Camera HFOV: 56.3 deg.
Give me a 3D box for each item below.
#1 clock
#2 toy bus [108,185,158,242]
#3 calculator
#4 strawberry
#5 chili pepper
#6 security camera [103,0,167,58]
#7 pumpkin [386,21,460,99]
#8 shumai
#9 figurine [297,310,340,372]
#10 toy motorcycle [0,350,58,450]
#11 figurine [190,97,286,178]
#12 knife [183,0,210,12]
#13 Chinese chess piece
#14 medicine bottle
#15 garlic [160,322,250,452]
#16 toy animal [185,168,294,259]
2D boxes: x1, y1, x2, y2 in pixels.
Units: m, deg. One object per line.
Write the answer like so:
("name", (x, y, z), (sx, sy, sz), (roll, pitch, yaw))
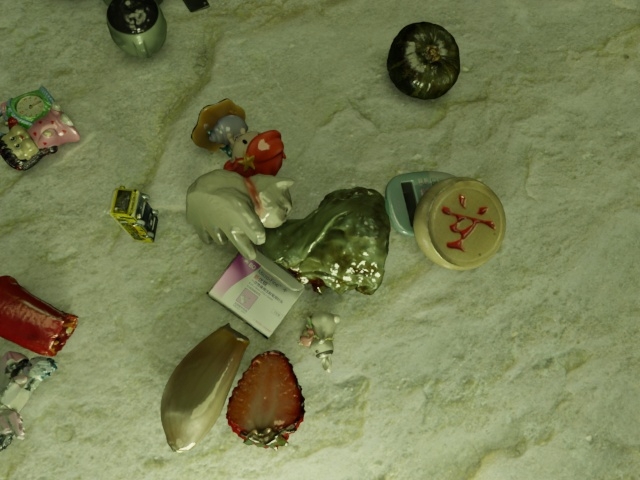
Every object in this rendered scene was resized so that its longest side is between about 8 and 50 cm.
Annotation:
("clock", (-0.764, -0.292, 1.573), (0.195, 0.100, 0.194), (-39, 78, -17))
("toy bus", (-0.451, -0.060, 1.475), (0.074, 0.226, 0.081), (8, 75, 0))
("calculator", (0.282, -0.103, 1.666), (0.298, 0.041, 0.186), (-10, 76, -11))
("strawberry", (-0.124, 0.395, 1.459), (0.190, 0.111, 0.237), (2, 51, 5))
("chili pepper", (-0.762, 0.154, 1.429), (0.338, 0.134, 0.131), (30, 87, 1))
("security camera", (-0.514, -0.641, 1.649), (0.196, 0.191, 0.278), (-9, 77, -10))
("pumpkin", (0.297, -0.516, 1.725), (0.223, 0.157, 0.224), (0, 90, -15))
("shumai", (0.000, 0.000, 1.460), (0.288, 0.330, 0.292), (9, 98, -15))
("figurine", (-0.004, 0.257, 1.529), (0.098, 0.081, 0.146), (0, 75, 39))
("toy motorcycle", (-0.709, 0.347, 1.392), (0.203, 0.108, 0.239), (-22, 79, -11))
("figurine", (-0.194, -0.232, 1.559), (0.257, 0.180, 0.208), (44, 115, 33))
("knife", (-0.411, -0.793, 1.792), (0.072, 0.019, 0.246), (-23, 80, -11))
("Chinese chess piece", (0.369, -0.044, 1.595), (0.249, 0.103, 0.250), (0, 91, -14))
("medicine bottle", (-0.165, 0.129, 1.547), (0.201, 0.052, 0.171), (37, 73, 3))
("garlic", (-0.283, 0.347, 1.440), (0.143, 0.112, 0.318), (20, 74, 22))
("toy animal", (-0.204, -0.085, 1.478), (0.266, 0.308, 0.188), (39, 65, 5))
